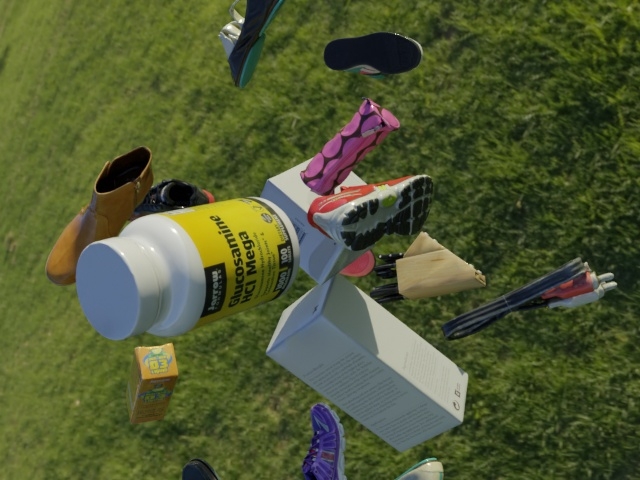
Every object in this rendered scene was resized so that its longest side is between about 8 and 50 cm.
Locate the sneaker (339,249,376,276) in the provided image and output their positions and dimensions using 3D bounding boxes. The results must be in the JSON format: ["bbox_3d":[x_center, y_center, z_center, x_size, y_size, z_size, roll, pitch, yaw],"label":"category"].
[{"bbox_3d":[-0.001,0.000,1.818,0.116,0.313,0.136,-58,-9,5],"label":"sneaker"}]

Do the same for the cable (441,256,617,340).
[{"bbox_3d":[0.334,0.107,1.124,0.287,0.139,0.072,-27,70,9],"label":"cable"}]

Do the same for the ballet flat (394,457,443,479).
[{"bbox_3d":[0.152,0.494,1.336,0.248,0.086,0.086,-47,38,44],"label":"ballet flat"}]

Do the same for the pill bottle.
[{"bbox_3d":[-0.199,0.042,1.091,0.187,0.333,0.188,9,106,35],"label":"pill bottle"}]

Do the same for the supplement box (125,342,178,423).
[{"bbox_3d":[-0.352,0.299,1.439,0.233,0.078,0.080,115,143,-49],"label":"supplement box"}]

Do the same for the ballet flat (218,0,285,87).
[{"bbox_3d":[-0.152,-0.445,1.461,0.095,0.096,0.280,-57,3,-41],"label":"ballet flat"}]

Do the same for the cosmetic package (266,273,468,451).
[{"bbox_3d":[0.121,0.307,1.714,0.230,0.453,0.162,-40,19,38],"label":"cosmetic package"}]

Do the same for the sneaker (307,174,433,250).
[{"bbox_3d":[0.089,-0.065,1.165,0.118,0.279,0.107,23,114,37],"label":"sneaker"}]

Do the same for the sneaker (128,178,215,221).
[{"bbox_3d":[-0.421,-0.107,1.814,0.135,0.275,0.098,72,-162,-73],"label":"sneaker"}]

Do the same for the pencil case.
[{"bbox_3d":[0.051,-0.168,1.308,0.209,0.095,0.098,-48,27,21],"label":"pencil case"}]

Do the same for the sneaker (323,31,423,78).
[{"bbox_3d":[0.176,-0.495,1.870,0.295,0.178,0.124,13,109,36],"label":"sneaker"}]

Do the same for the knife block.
[{"bbox_3d":[0.261,0.115,1.843,0.275,0.088,0.242,39,96,35],"label":"knife block"}]

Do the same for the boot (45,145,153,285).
[{"bbox_3d":[-0.438,-0.053,1.360,0.295,0.104,0.211,-53,1,-21],"label":"boot"}]

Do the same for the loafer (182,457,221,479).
[{"bbox_3d":[-0.252,0.626,1.555,0.096,0.084,0.268,-24,83,21],"label":"loafer"}]

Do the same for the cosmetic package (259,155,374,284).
[{"bbox_3d":[0.008,-0.056,1.554,0.224,0.224,0.138,42,133,14],"label":"cosmetic package"}]

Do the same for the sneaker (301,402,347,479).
[{"bbox_3d":[0.001,0.351,1.136,0.068,0.071,0.170,-37,54,55],"label":"sneaker"}]
